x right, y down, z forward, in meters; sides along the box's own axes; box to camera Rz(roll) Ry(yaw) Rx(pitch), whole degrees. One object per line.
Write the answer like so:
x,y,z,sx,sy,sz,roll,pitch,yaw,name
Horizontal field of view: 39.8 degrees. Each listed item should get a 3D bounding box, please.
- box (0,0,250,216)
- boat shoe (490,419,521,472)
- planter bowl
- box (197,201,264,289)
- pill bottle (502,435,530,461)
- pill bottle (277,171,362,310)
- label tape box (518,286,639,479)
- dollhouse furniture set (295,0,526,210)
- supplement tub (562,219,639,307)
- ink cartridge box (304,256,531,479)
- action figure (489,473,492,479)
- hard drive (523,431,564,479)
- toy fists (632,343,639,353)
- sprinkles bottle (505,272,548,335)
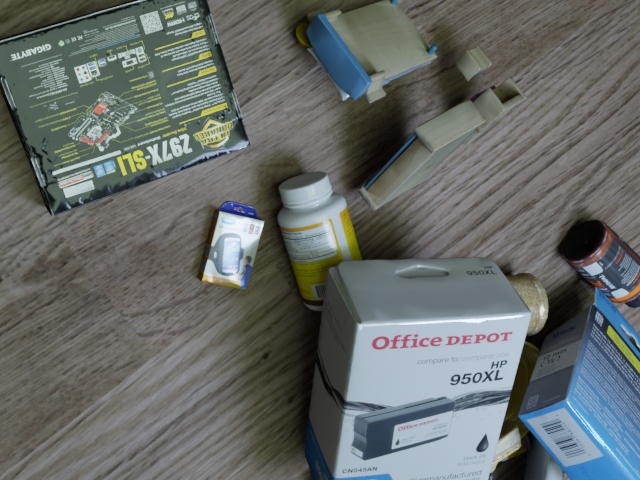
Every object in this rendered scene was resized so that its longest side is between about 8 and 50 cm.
-0.291,-0.212,1.306,0.322,0.079,0.257,-23,112,-18,box
0.299,0.397,1.610,0.170,0.063,0.059,-29,106,-14,boat shoe
0.322,0.276,1.675,0.217,0.090,0.217,-5,105,-21,planter bowl
-0.144,0.008,1.447,0.081,0.028,0.136,12,99,-25,box
0.372,0.411,1.754,0.083,0.043,0.043,-19,109,-19,pill bottle
0.000,0.000,1.457,0.117,0.117,0.215,-22,110,-18,pill bottle
0.513,0.283,1.618,0.249,0.115,0.348,49,38,-9,label tape box
0.120,-0.259,1.483,0.286,0.198,0.303,-31,81,-37,dollhouse furniture set
0.570,0.053,1.725,0.198,0.106,0.106,38,86,-25,supplement tub
0.144,0.237,1.429,0.285,0.166,0.395,-3,121,-15,ink cartridge box
0.276,0.494,1.685,0.164,0.141,0.276,-26,85,-8,action figure
0.428,0.489,1.714,0.040,0.203,0.308,6,100,4,hard drive
0.589,0.297,1.792,0.279,0.096,0.142,-20,121,-24,toy fists
0.232,0.125,1.586,0.355,0.121,0.121,-3,103,-24,sprinkles bottle
